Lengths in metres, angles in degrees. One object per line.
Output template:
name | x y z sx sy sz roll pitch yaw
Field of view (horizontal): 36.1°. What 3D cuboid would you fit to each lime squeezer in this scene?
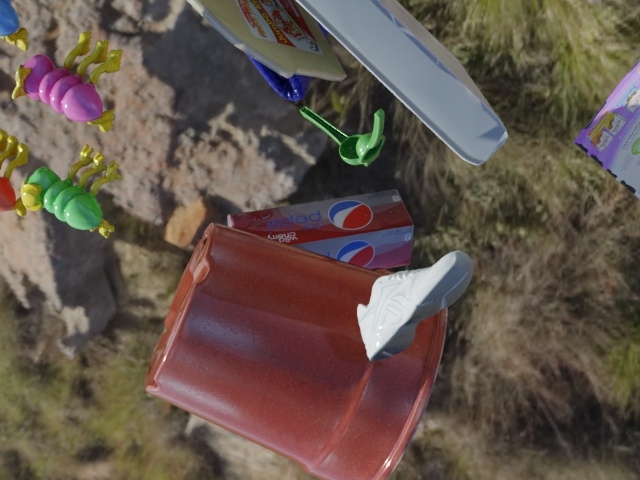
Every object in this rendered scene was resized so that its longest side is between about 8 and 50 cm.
lime squeezer | 0.063 -0.174 1.610 0.310 0.058 0.110 20 133 67

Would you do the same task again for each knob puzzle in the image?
knob puzzle | -0.077 -0.229 0.961 0.213 0.213 0.030 38 123 -19

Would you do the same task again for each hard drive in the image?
hard drive | 0.063 -0.201 0.940 0.233 0.353 0.047 42 104 -11

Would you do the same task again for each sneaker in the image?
sneaker | 0.078 0.049 0.894 0.053 0.061 0.152 -2 146 -41

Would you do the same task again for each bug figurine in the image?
bug figurine | -0.282 -0.114 0.919 0.216 0.072 0.279 26 127 20

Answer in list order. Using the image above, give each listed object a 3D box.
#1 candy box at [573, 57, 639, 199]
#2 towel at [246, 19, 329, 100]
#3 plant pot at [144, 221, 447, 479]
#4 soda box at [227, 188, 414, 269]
candy box | 0.390 -0.121 1.069 0.070 0.196 0.165 29 108 -25
towel | -0.059 -0.407 1.689 0.076 0.308 0.228 -21 124 32
plant pot | -0.038 0.119 1.100 0.265 0.272 0.272 22 138 -11
soda box | 0.000 0.000 1.450 0.263 0.092 0.083 -9 134 -10
